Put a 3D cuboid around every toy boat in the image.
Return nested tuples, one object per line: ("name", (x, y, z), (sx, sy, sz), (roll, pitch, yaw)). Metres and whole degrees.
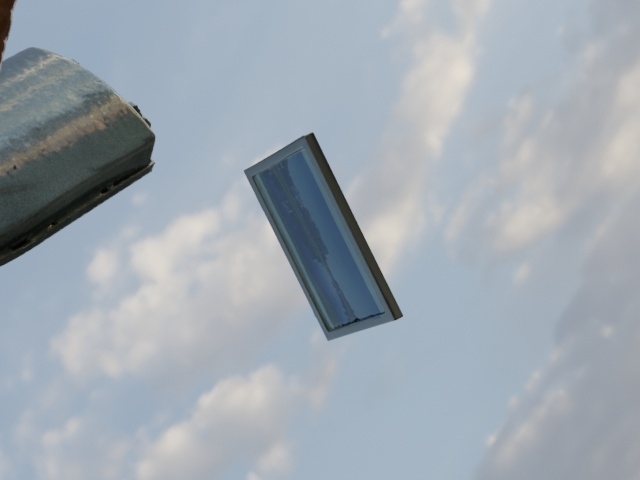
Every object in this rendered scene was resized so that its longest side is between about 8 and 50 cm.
("toy boat", (-0.257, -0.042, 1.181), (0.319, 0.141, 0.092), (-39, -20, -48))

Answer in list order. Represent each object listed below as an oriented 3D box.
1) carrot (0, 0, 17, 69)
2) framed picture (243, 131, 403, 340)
("carrot", (-0.145, -0.136, 0.692), (0.048, 0.048, 0.216), (21, -109, -67))
("framed picture", (0.000, 0.000, 1.185), (0.011, 0.149, 0.109), (-27, 1, -29))
